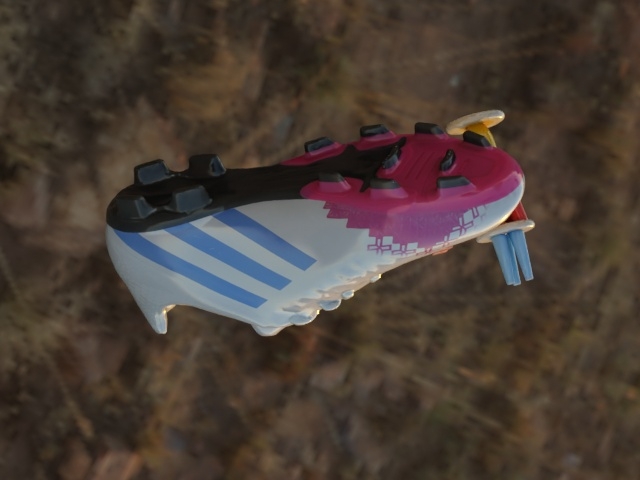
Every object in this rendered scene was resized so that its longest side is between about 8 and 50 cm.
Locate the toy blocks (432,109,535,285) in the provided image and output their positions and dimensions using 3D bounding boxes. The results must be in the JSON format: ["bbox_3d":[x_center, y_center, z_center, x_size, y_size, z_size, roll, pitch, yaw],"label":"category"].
[{"bbox_3d":[0.127,-0.025,1.624,0.054,0.123,0.148,-5,77,-45],"label":"toy blocks"}]

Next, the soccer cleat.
[{"bbox_3d":[0.000,0.000,1.417,0.116,0.331,0.143,-64,145,-56],"label":"soccer cleat"}]
